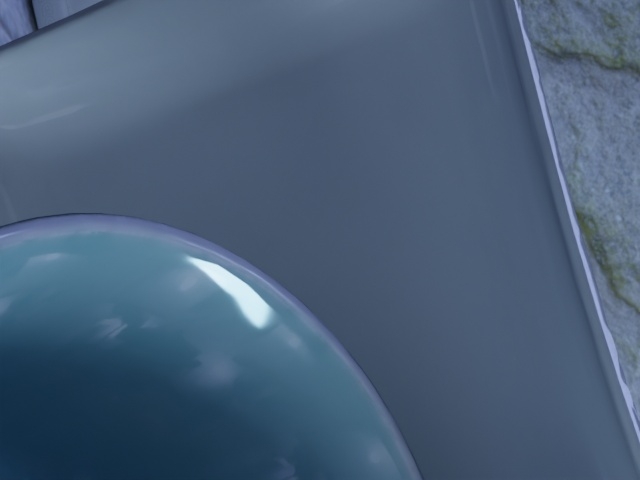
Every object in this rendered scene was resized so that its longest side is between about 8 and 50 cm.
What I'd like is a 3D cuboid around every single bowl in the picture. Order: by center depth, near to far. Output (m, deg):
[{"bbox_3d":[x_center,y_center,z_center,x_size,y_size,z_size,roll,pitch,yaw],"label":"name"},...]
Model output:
[{"bbox_3d":[-0.104,0.159,0.553,0.311,0.163,0.312,18,65,-43],"label":"bowl"}]

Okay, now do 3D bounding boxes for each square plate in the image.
[{"bbox_3d":[-0.019,0.054,0.689,0.049,0.347,0.344,-16,89,-52],"label":"square plate"}]

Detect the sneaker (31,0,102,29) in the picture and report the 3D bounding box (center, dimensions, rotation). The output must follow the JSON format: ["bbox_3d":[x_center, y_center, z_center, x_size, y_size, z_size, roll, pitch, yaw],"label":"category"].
[{"bbox_3d":[-0.077,-0.049,0.955,0.106,0.123,0.290,-18,92,-73],"label":"sneaker"}]
